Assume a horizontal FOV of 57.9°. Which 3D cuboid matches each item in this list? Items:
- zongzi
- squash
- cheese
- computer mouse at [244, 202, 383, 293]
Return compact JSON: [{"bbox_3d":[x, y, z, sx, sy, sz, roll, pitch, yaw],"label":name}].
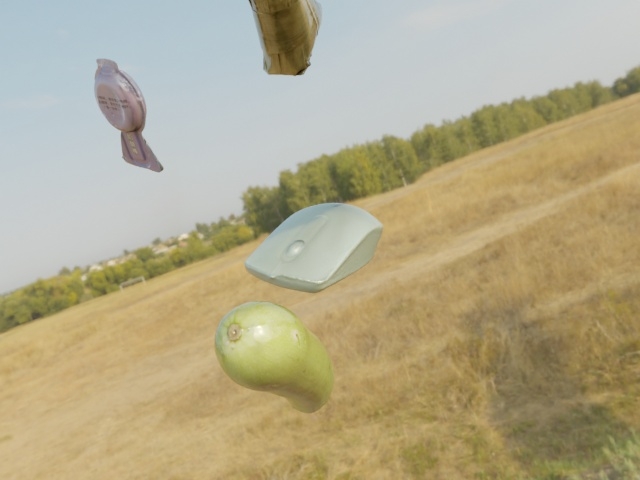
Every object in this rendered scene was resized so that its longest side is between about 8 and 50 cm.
[{"bbox_3d":[-0.038,-0.338,0.798,0.079,0.176,0.160,13,-30,13],"label":"zongzi"},{"bbox_3d":[-0.036,0.126,0.598,0.083,0.083,0.250,-18,-27,6],"label":"squash"},{"bbox_3d":[-0.313,-0.199,0.929,0.105,0.190,0.042,18,43,28],"label":"cheese"},{"bbox_3d":[0.000,0.000,0.788,0.128,0.079,0.231,11,23,27],"label":"computer mouse"}]
